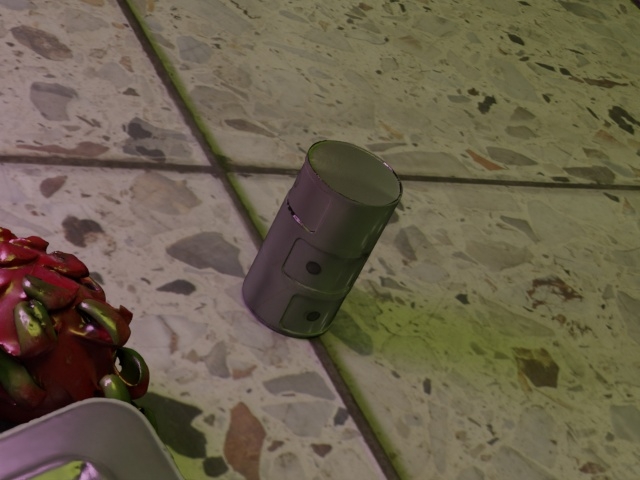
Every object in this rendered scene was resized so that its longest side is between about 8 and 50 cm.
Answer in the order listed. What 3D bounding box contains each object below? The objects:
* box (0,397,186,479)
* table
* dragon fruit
[{"bbox_3d":[-0.238,0.340,1.034,0.396,0.111,0.396,-23,54,-23],"label":"box"},{"bbox_3d":[0.000,0.000,1.653,0.126,0.220,0.126,19,34,-13],"label":"table"},{"bbox_3d":[-0.275,0.105,1.371,0.272,0.218,0.198,23,70,-13],"label":"dragon fruit"}]
